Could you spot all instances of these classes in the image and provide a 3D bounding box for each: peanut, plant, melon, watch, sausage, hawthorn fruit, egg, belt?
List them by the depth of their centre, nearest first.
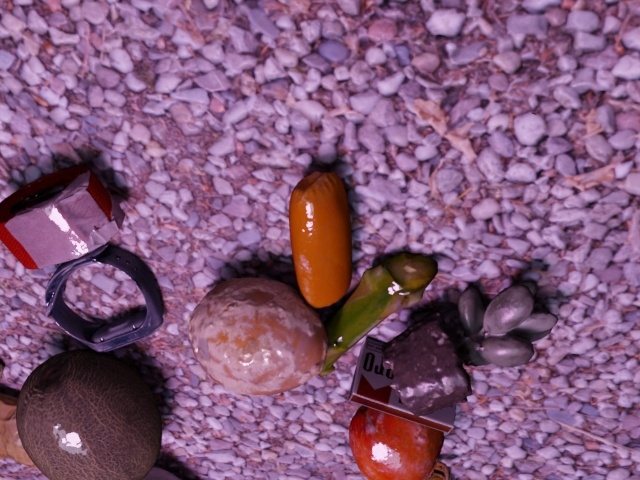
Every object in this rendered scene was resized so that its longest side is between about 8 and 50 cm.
[{"bbox_3d":[0.000,0.000,1.246,0.098,0.098,0.238,4,129,10],"label":"sausage"},{"bbox_3d":[0.233,0.161,1.294,0.275,0.149,0.146,-33,158,14],"label":"plant"},{"bbox_3d":[-0.408,-0.029,1.294,0.201,0.128,0.124,-17,123,22],"label":"belt"},{"bbox_3d":[-0.098,0.155,1.325,0.233,0.195,0.194,17,130,11],"label":"egg"},{"bbox_3d":[-0.382,0.100,1.431,0.206,0.068,0.193,-19,118,21],"label":"watch"},{"bbox_3d":[0.128,0.343,1.442,0.173,0.172,0.172,6,129,8],"label":"hawthorn fruit"},{"bbox_3d":[-0.415,0.338,1.516,0.238,0.237,0.301,-8,130,19],"label":"melon"},{"bbox_3d":[-0.623,0.392,1.685,0.233,0.110,0.196,10,134,5],"label":"peanut"}]

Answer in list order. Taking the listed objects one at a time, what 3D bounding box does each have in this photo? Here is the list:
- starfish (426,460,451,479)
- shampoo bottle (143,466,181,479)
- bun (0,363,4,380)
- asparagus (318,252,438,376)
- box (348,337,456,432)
[{"bbox_3d":[0.203,0.490,1.596,0.146,0.074,0.189,3,128,12],"label":"starfish"},{"bbox_3d":[-0.401,0.627,1.685,0.317,0.322,0.322,-34,114,22],"label":"shampoo bottle"},{"bbox_3d":[-0.656,0.250,1.616,0.086,0.055,0.086,28,147,20],"label":"bun"},{"bbox_3d":[0.058,0.128,1.347,0.085,0.082,0.343,7,142,-41],"label":"asparagus"},{"bbox_3d":[0.144,0.244,1.391,0.178,0.115,0.036,19,142,-1],"label":"box"}]
